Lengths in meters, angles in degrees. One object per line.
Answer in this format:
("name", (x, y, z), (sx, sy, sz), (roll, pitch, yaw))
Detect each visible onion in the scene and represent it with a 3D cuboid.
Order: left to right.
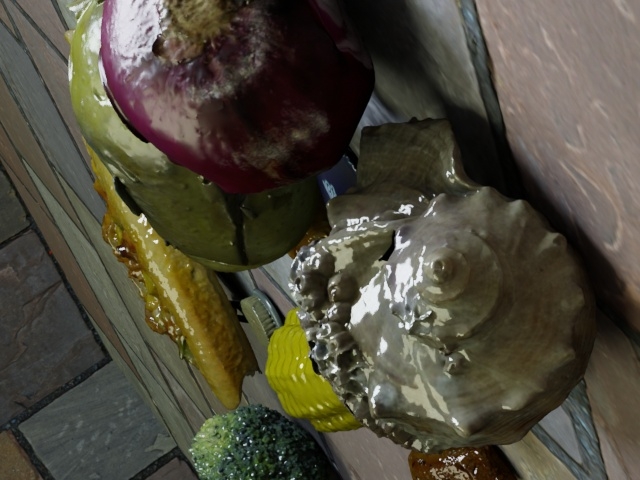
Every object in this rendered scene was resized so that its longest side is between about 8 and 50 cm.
("onion", (-0.044, -0.099, 1.072), (0.198, 0.135, 0.173), (45, -157, -67))

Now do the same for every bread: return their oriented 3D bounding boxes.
("bread", (0.000, 0.000, 1.421), (0.083, 0.046, 0.081), (58, 167, -1))

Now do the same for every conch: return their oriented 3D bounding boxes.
("conch", (0.072, 0.029, 1.045), (0.245, 0.163, 0.178), (44, -136, -69))

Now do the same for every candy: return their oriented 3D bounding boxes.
("candy", (0.027, 0.093, 1.460), (0.106, 0.094, 0.199), (63, 163, -3))

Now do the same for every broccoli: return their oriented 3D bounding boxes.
("broccoli", (-0.075, 0.285, 2.222), (0.176, 0.226, 0.198), (-40, 80, 35))

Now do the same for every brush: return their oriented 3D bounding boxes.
("brush", (-0.078, 0.079, 2.037), (0.062, 0.027, 0.266), (64, 169, -5))

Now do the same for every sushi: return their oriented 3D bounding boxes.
("sushi", (0.103, 0.176, 1.439), (0.060, 0.061, 0.118), (71, 165, -10))

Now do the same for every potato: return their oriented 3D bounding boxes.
("potato", (-0.080, -0.071, 1.305), (0.169, 0.143, 0.248), (57, 172, 36))

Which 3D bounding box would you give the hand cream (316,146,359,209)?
("hand cream", (0.042, 0.016, 1.232), (0.120, 0.061, 0.270), (58, 173, 41))

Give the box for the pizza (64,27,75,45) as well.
("pizza", (-0.153, -0.113, 1.685), (0.182, 0.074, 0.365), (50, 170, -13))

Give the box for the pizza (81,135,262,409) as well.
("pizza", (-0.164, 0.012, 2.030), (0.258, 0.087, 0.268), (51, 165, 45))
